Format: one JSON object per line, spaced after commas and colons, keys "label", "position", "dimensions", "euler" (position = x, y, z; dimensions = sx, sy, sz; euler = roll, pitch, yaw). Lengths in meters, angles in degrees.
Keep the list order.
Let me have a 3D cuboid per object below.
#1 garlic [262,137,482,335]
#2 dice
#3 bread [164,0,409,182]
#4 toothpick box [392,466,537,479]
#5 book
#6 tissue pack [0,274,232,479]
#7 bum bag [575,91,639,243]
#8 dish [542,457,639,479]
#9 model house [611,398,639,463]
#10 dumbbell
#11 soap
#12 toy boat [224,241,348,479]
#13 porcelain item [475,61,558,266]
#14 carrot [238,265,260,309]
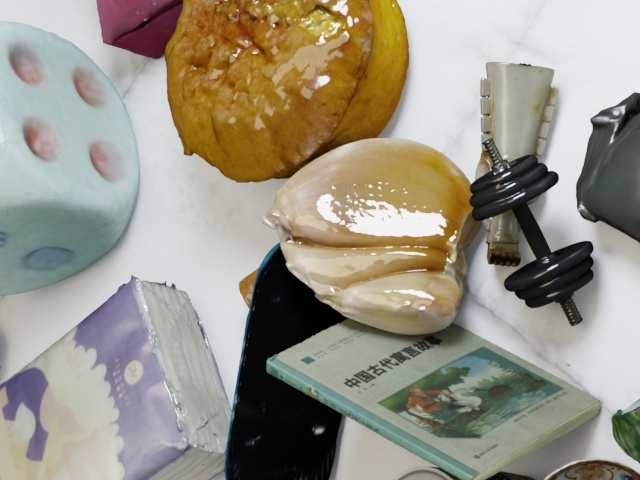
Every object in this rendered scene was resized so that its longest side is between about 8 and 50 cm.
{"label": "garlic", "position": [0.061, -0.008, 1.796], "dimensions": [0.228, 0.110, 0.217], "euler": [15, 67, 12]}
{"label": "dice", "position": [-0.410, -0.099, 2.104], "dimensions": [0.264, 0.262, 0.268], "euler": [-29, 63, 30]}
{"label": "bread", "position": [-0.037, -0.211, 1.899], "dimensions": [0.312, 0.172, 0.312], "euler": [-12, 71, 38]}
{"label": "toothpick box", "position": [0.149, 0.280, 1.628], "dimensions": [0.111, 0.180, 0.111], "euler": [-9, 75, 37]}
{"label": "book", "position": [0.113, 0.148, 1.682], "dimensions": [0.282, 0.215, 0.025], "euler": [25, 123, 37]}
{"label": "tissue pack", "position": [-0.274, 0.236, 2.002], "dimensions": [0.343, 0.125, 0.242], "euler": [-37, 59, 26]}
{"label": "bum bag", "position": [0.364, -0.026, 1.603], "dimensions": [0.142, 0.079, 0.326], "euler": [-51, 46, 5]}
{"label": "dish", "position": [0.259, 0.275, 1.614], "dimensions": [0.141, 0.078, 0.141], "euler": [0, 94, -3]}
{"label": "model house", "position": [0.440, 0.216, 1.448], "dimensions": [0.271, 0.190, 0.301], "euler": [-29, 78, 25]}
{"label": "dumbbell", "position": [0.215, -0.008, 1.677], "dimensions": [0.099, 0.099, 0.208], "euler": [-24, 95, 32]}
{"label": "soap", "position": [-0.219, -0.372, 2.134], "dimensions": [0.162, 0.099, 0.250], "euler": [-30, 62, 37]}
{"label": "toy boat", "position": [-0.042, 0.141, 1.859], "dimensions": [0.092, 0.134, 0.299], "euler": [-6, 72, 65]}
{"label": "porcelain item", "position": [0.202, -0.079, 1.749], "dimensions": [0.084, 0.054, 0.213], "euler": [5, 91, -4]}
{"label": "carrot", "position": [0.000, 0.000, 1.897], "dimensions": [0.224, 0.057, 0.057], "euler": [-42, 57, 15]}
